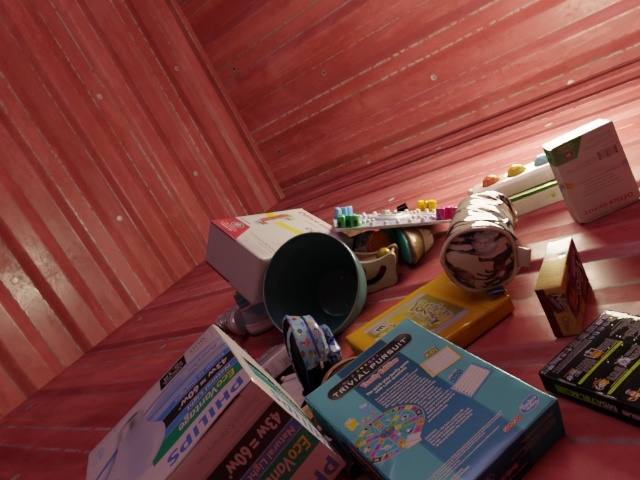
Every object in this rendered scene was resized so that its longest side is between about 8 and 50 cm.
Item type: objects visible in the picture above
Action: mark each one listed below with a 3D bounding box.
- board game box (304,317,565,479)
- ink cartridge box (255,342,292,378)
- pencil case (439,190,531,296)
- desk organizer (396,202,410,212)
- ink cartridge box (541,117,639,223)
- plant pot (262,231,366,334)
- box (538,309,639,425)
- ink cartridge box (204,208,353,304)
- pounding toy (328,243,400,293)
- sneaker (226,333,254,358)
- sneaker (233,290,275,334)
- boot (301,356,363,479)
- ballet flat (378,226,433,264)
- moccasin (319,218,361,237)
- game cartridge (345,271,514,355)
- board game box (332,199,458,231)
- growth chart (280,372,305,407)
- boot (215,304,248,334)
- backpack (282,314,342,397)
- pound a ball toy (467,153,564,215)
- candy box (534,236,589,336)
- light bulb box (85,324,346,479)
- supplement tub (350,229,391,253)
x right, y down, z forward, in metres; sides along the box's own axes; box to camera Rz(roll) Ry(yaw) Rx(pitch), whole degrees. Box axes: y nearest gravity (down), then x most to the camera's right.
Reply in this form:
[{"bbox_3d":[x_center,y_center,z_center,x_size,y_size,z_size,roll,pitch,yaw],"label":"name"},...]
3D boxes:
[{"bbox_3d":[0.166,0.282,0.856,0.253,0.079,0.336,-34,27,-19],"label":"board game box"},{"bbox_3d":[-0.156,0.355,1.453,0.181,0.056,0.224,-37,-2,-28],"label":"ink cartridge box"},{"bbox_3d":[0.404,-0.009,1.289,0.183,0.160,0.410,12,20,15],"label":"pencil case"},{"bbox_3d":[0.327,-0.102,2.056,0.047,0.050,0.130,-26,15,13],"label":"desk organizer"},{"bbox_3d":[0.672,-0.172,1.315,0.154,0.213,0.093,-26,11,15],"label":"ink cartridge box"},{"bbox_3d":[0.012,0.137,1.481,0.290,0.291,0.195,-23,-20,21],"label":"plant pot"},{"bbox_3d":[0.470,0.186,0.812,0.190,0.045,0.184,-33,17,-20],"label":"box"},{"bbox_3d":[-0.128,0.034,1.694,0.384,0.161,0.279,-11,32,-42],"label":"ink cartridge box"},{"bbox_3d":[0.121,0.073,1.639,0.269,0.154,0.155,-22,16,22],"label":"pounding toy"},{"bbox_3d":[-0.326,0.362,1.556,0.299,0.112,0.121,-31,11,29],"label":"sneaker"},{"bbox_3d":[-0.142,0.157,1.745,0.318,0.208,0.127,-28,14,1],"label":"sneaker"},{"bbox_3d":[0.070,0.338,1.032,0.248,0.090,0.206,-37,28,-33],"label":"boot"},{"bbox_3d":[0.291,-0.002,1.716,0.124,0.116,0.342,-11,9,-7],"label":"ballet flat"},{"bbox_3d":[0.000,-0.001,2.136,0.379,0.147,0.139,-26,15,10],"label":"moccasin"},{"bbox_3d":[0.243,0.189,1.218,0.323,0.053,0.285,-33,15,-13],"label":"game cartridge"},{"bbox_3d":[0.238,-0.090,1.795,0.389,0.051,0.390,-4,8,1],"label":"board game box"},{"bbox_3d":[-0.088,0.381,1.248,0.171,0.021,0.237,-21,17,32],"label":"growth chart"},{"bbox_3d":[-0.312,0.296,1.863,0.123,0.095,0.258,-34,5,5],"label":"boot"},{"bbox_3d":[-0.021,0.247,1.218,0.116,0.174,0.158,-19,19,-9],"label":"backpack"},{"bbox_3d":[0.593,-0.174,1.626,0.319,0.136,0.208,-22,16,25],"label":"pound a ball toy"},{"bbox_3d":[0.470,0.086,1.021,0.053,0.109,0.186,-17,18,39],"label":"candy box"},{"bbox_3d":[-0.203,0.382,0.918,0.358,0.225,0.361,-47,18,-12],"label":"light bulb box"},{"bbox_3d":[0.145,0.033,1.764,0.117,0.117,0.190,-38,8,-31],"label":"supplement tub"}]
